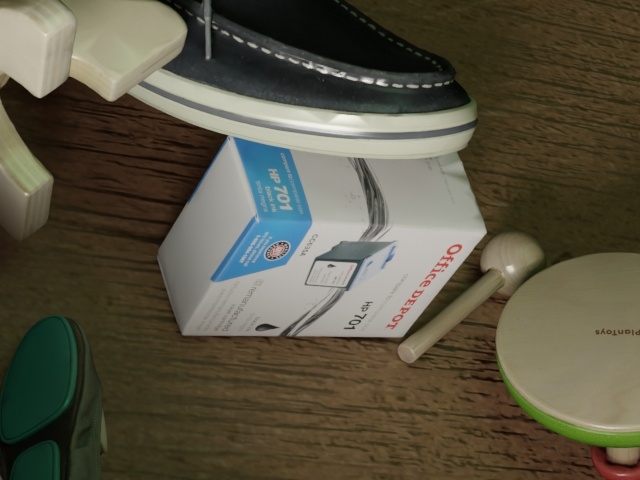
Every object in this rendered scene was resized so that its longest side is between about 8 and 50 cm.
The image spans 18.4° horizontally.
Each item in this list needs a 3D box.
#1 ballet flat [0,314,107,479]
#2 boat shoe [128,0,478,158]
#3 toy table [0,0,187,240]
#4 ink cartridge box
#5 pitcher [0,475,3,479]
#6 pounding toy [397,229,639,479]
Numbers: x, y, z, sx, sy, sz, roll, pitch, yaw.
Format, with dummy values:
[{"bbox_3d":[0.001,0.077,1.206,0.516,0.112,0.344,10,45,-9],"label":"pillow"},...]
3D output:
[{"bbox_3d":[-0.166,0.139,1.256,0.068,0.072,0.213,50,22,-34],"label":"ballet flat"},{"bbox_3d":[-0.103,-0.200,1.410,0.500,0.156,0.187,30,25,23],"label":"boat shoe"},{"bbox_3d":[-0.223,-0.118,1.255,0.161,0.252,0.274,43,73,12],"label":"toy table"},{"bbox_3d":[0.000,0.000,1.419,0.191,0.139,0.082,3,51,-29],"label":"ink cartridge box"},{"bbox_3d":[-0.233,0.141,1.146,0.178,0.125,0.207,-7,87,-76],"label":"pitcher"},{"bbox_3d":[0.202,0.101,1.507,0.237,0.110,0.183,20,49,26],"label":"pounding toy"}]
